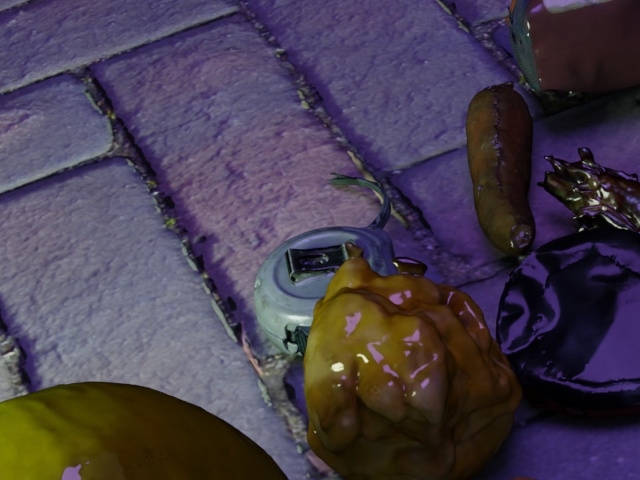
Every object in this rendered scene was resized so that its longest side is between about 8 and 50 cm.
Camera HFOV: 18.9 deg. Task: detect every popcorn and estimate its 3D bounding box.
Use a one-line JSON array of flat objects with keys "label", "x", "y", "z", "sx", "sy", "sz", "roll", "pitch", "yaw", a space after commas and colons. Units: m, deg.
[{"label": "popcorn", "x": 0.079, "y": 0.120, "z": 1.646, "sx": 0.190, "sy": 0.191, "sz": 0.253, "roll": 4, "pitch": 27, "yaw": -1}]

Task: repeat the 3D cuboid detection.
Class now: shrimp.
[{"label": "shrimp", "x": 0.291, "y": 0.019, "z": 1.829, "sx": 0.289, "sy": 0.075, "sz": 0.178, "roll": 32, "pitch": 56, "yaw": 29}]

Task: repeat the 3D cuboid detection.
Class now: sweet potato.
[{"label": "sweet potato", "x": 0.186, "y": -0.067, "z": 1.969, "sx": 0.075, "sy": 0.075, "sz": 0.273, "roll": -7, "pitch": 39, "yaw": 8}]

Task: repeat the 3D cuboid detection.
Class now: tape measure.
[{"label": "tape measure", "x": 0.001, "y": -0.001, "z": 1.922, "sx": 0.164, "sy": 0.084, "sz": 0.330, "roll": -11, "pitch": 37, "yaw": -5}]

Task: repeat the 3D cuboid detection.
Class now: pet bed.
[{"label": "pet bed", "x": 0.252, "y": 0.075, "z": 1.725, "sx": 0.201, "sy": 0.053, "sz": 0.201, "roll": -5, "pitch": 56, "yaw": 8}]

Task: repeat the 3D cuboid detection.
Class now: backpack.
[{"label": "backpack", "x": 0.342, "y": -0.287, "z": 2.121, "sx": 0.283, "sy": 0.197, "sz": 0.317, "roll": -9, "pitch": 29, "yaw": 6}]

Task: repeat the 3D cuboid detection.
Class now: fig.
[{"label": "fig", "x": -0.174, "y": 0.255, "z": 1.435, "sx": 0.343, "sy": 0.343, "sz": 0.343, "roll": -8, "pitch": 35, "yaw": 6}]

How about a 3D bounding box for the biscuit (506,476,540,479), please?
[{"label": "biscuit", "x": 0.196, "y": 0.277, "z": 1.518, "sx": 0.158, "sy": 0.035, "sz": 0.240, "roll": -34, "pitch": 40, "yaw": -24}]
